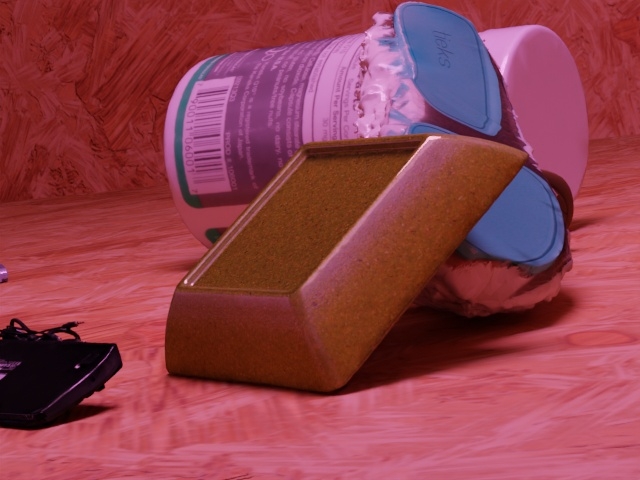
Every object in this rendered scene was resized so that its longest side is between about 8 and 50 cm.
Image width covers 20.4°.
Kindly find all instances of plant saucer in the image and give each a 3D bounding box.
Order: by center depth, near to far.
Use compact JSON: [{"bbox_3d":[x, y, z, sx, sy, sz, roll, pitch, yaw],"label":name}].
[{"bbox_3d":[0.000,0.000,1.033,0.188,0.045,0.188,-49,25,-24],"label":"plant saucer"}]

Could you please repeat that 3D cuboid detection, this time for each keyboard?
[{"bbox_3d":[-0.179,0.086,1.045,0.192,0.038,0.100,0,32,48],"label":"keyboard"}]

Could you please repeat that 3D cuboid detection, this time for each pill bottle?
[{"bbox_3d":[0.051,-0.093,1.655,0.361,0.204,0.204,-4,6,33],"label":"pill bottle"}]

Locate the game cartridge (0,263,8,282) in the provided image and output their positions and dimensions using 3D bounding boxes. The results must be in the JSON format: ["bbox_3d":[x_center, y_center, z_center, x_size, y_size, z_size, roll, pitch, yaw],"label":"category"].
[{"bbox_3d":[-0.359,0.038,1.875,0.056,0.017,0.083,-13,6,-14],"label":"game cartridge"}]

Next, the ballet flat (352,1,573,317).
[{"bbox_3d":[0.084,-0.033,1.242,0.147,0.147,0.409,-7,28,4],"label":"ballet flat"}]

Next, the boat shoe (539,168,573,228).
[{"bbox_3d":[0.092,-0.014,1.412,0.223,0.080,0.073,-14,12,-21],"label":"boat shoe"}]
